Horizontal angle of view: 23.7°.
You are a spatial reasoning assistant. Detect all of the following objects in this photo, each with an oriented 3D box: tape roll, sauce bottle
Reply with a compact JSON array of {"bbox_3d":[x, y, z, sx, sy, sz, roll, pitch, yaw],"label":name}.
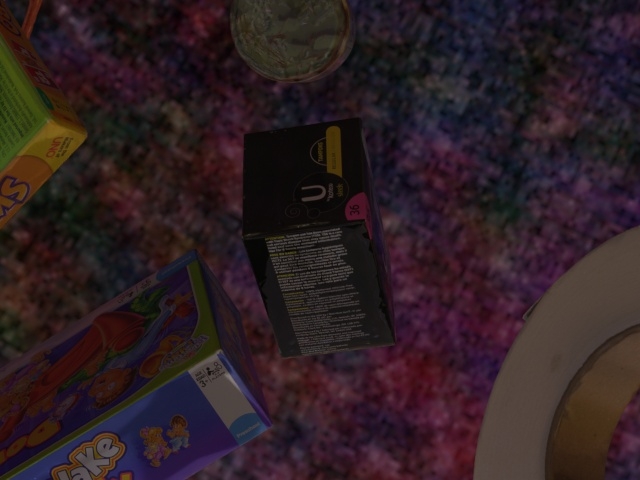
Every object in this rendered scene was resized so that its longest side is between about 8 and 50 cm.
[{"bbox_3d":[0.277,0.170,1.226,0.072,0.392,0.392,22,162,-32],"label":"tape roll"},{"bbox_3d":[-0.021,-0.211,1.509,0.111,0.111,0.344,29,-173,-2],"label":"sauce bottle"}]

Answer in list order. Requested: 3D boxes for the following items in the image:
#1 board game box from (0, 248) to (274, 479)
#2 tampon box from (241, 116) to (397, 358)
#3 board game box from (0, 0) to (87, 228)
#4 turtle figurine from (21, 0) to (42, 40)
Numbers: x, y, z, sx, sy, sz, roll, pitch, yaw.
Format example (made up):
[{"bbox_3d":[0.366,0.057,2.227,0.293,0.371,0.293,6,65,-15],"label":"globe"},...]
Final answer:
[{"bbox_3d":[-0.217,0.162,1.228,0.078,0.347,0.233,58,-179,-20],"label":"board game box"},{"bbox_3d":[0.000,0.000,1.260,0.101,0.120,0.161,-8,138,6],"label":"tampon box"},{"bbox_3d":[-0.225,-0.005,0.705,0.124,0.259,0.039,55,-165,29],"label":"board game box"},{"bbox_3d":[-0.269,-0.229,1.097,0.217,0.087,0.269,9,141,-17],"label":"turtle figurine"}]
